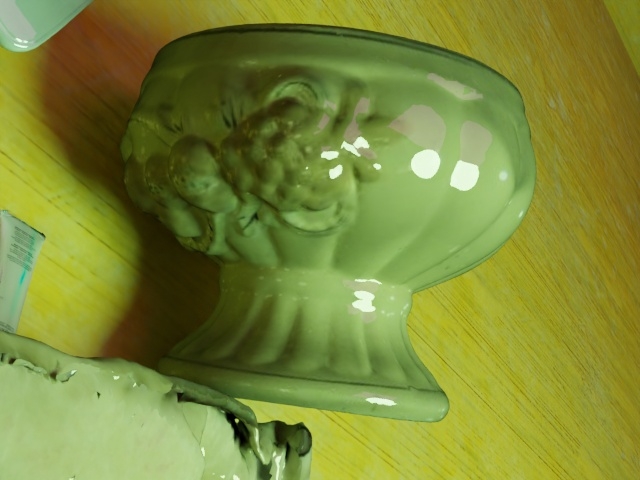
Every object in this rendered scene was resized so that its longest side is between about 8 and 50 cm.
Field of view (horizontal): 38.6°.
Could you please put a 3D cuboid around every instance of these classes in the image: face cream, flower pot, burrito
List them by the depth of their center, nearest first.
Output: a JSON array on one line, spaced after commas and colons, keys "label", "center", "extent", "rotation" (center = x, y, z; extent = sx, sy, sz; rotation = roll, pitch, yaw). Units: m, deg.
[{"label": "burrito", "center": [-0.135, 0.162, 0.506], "extent": [0.332, 0.135, 0.190], "rotation": [31, 66, -54]}, {"label": "face cream", "center": [-0.198, 0.035, 0.573], "extent": [0.038, 0.020, 0.115], "rotation": [40, 44, -43]}, {"label": "flower pot", "center": [0.000, 0.000, 0.672], "extent": [0.307, 0.307, 0.244], "rotation": [17, 76, -55]}]

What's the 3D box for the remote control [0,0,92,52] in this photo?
[{"label": "remote control", "center": [-0.189, -0.237, 0.682], "extent": [0.103, 0.051, 0.293], "rotation": [60, 30, -25]}]
